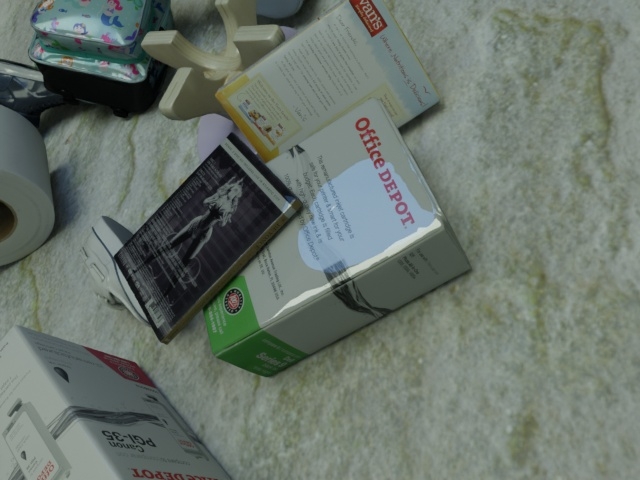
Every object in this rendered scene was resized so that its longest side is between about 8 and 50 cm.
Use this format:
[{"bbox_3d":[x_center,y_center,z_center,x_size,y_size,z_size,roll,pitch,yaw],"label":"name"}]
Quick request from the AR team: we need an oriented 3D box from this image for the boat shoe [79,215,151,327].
[{"bbox_3d":[-0.282,0.060,0.878,0.084,0.095,0.258,-50,42,3],"label":"boat shoe"}]

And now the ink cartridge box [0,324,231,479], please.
[{"bbox_3d":[-0.240,0.239,0.677,0.283,0.207,0.117,34,86,37],"label":"ink cartridge box"}]

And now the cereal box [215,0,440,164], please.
[{"bbox_3d":[0.011,-0.190,0.791,0.240,0.173,0.047,-32,22,9],"label":"cereal box"}]

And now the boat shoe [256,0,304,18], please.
[{"bbox_3d":[-0.175,-0.498,1.016,0.367,0.135,0.156,20,46,5],"label":"boat shoe"}]

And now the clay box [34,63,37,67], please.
[{"bbox_3d":[-0.513,-0.382,1.253,0.222,0.053,0.127,-30,54,11],"label":"clay box"}]

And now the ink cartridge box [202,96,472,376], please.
[{"bbox_3d":[0.000,0.000,0.722,0.289,0.121,0.211,-29,54,14],"label":"ink cartridge box"}]

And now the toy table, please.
[{"bbox_3d":[-0.129,-0.247,0.903,0.252,0.161,0.274,-2,63,28],"label":"toy table"}]

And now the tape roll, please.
[{"bbox_3d":[-0.585,-0.091,1.020,0.246,0.246,0.169,-33,53,10],"label":"tape roll"}]

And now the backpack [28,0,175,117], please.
[{"bbox_3d":[-0.379,-0.382,1.083,0.225,0.191,0.253,12,61,-1],"label":"backpack"}]

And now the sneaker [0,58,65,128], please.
[{"bbox_3d":[-0.539,-0.251,1.184,0.226,0.086,0.163,14,102,4],"label":"sneaker"}]

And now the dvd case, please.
[{"bbox_3d":[-0.141,-0.010,0.720,0.221,0.018,0.164,-46,51,3],"label":"dvd case"}]
